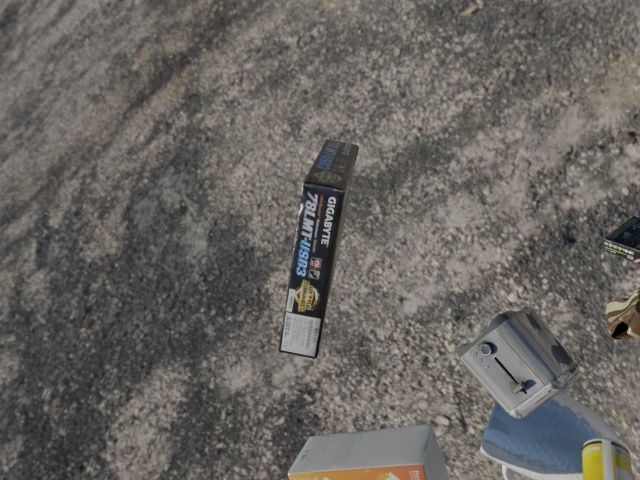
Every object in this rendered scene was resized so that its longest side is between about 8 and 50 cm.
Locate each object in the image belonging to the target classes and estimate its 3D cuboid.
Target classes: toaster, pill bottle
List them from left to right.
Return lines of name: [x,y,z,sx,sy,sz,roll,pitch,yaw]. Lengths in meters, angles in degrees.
toaster: [0.344,0.204,0.924,0.129,0.227,0.146,-47,64,24]
pill bottle: [0.656,0.557,1.238,0.103,0.103,0.184,-14,31,32]

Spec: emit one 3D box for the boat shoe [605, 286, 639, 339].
boat shoe: [0.692,0.164,1.150,0.095,0.257,0.095,16,73,10]

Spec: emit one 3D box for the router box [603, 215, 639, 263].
router box: [0.741,-0.003,1.270,0.123,0.038,0.092,-30,35,-20]

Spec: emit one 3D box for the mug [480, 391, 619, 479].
mug: [0.680,0.631,1.638,0.328,0.276,0.373,20,110,28]

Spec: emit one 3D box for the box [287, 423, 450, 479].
box: [0.129,0.606,1.338,0.346,0.214,0.168,-15,9,22]

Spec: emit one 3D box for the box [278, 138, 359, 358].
box: [0.000,0.000,0.940,0.295,0.074,0.293,-74,-4,-67]
